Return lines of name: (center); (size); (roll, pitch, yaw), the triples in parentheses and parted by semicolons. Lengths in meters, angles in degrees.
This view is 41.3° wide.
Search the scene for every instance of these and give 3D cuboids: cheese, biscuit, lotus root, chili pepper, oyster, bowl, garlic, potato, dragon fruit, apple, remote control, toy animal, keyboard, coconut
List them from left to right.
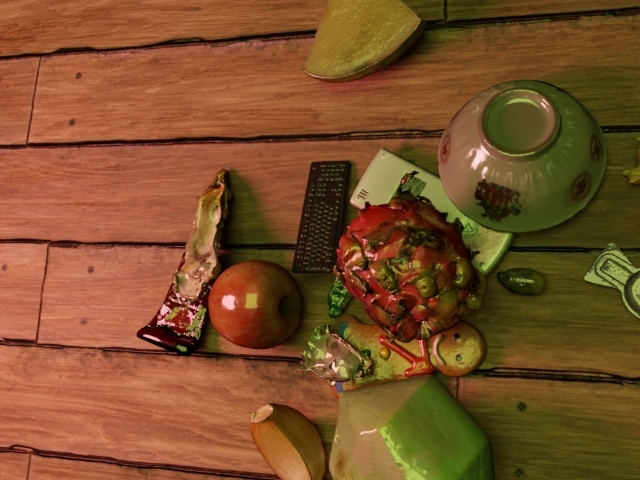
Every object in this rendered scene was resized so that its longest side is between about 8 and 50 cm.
biscuit: (-0.293, 0.139, 1.894); (0.151, 0.063, 0.235); (21, 78, 21)
oyster: (-0.241, -0.015, 1.872); (0.129, 0.079, 0.344); (-27, 42, 41)
apple: (-0.138, 0.134, 1.780); (0.174, 0.188, 0.188); (6, 80, 33)
garlic: (-0.052, 0.423, 1.728); (0.115, 0.128, 0.206); (-27, 72, -33)
keyboard: (-0.004, -0.004, 1.808); (0.104, 0.041, 0.381); (-1, 69, 19)
oyster: (0.028, 0.246, 1.732); (0.166, 0.053, 0.108); (31, 77, 41)
potato: (0.068, -0.451, 1.880); (0.255, 0.112, 0.269); (-46, 65, 9)
chili pepper: (0.080, 0.068, 1.787); (0.088, 0.059, 0.226); (31, 91, 20)
coconut: (0.152, 0.395, 1.569); (0.281, 0.328, 0.328); (-37, 65, -27)
biscuit: (0.173, 0.224, 1.728); (0.324, 0.049, 0.205); (-2, 77, 17)
dragon fruit: (0.182, 0.058, 1.613); (0.269, 0.250, 0.291); (-47, 48, -6)
remote control: (0.235, -0.059, 1.764); (0.344, 0.050, 0.145); (31, 89, 22)
bowl: (0.388, -0.196, 1.658); (0.338, 0.157, 0.337); (-5, 69, 13)
lotus root: (0.395, 0.082, 1.677); (0.099, 0.054, 0.049); (9, 60, 20)
toy animal: (0.618, -0.148, 1.651); (0.083, 0.060, 0.081); (-42, 108, 5)
cheese: (0.606, 0.086, 1.609); (0.191, 0.042, 0.105); (38, 91, 23)
